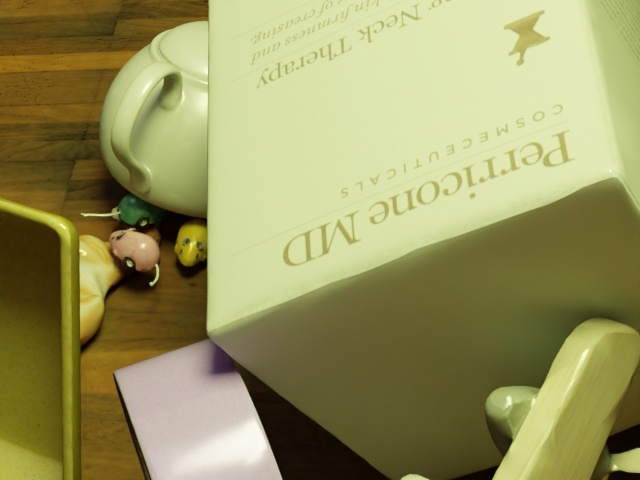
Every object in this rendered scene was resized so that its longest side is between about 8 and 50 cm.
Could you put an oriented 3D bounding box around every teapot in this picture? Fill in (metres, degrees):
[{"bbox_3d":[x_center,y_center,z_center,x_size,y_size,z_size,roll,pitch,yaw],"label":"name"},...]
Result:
[{"bbox_3d":[-0.120,-0.153,1.468,0.252,0.187,0.256,2,34,-19],"label":"teapot"}]

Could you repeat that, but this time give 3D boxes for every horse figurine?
[{"bbox_3d":[-0.276,0.044,1.404,0.174,0.066,0.263,18,37,-5],"label":"horse figurine"}]

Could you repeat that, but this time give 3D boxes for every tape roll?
[{"bbox_3d":[-0.080,0.219,1.063,0.090,0.275,0.275,-19,45,-12],"label":"tape roll"}]

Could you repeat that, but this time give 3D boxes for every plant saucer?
[{"bbox_3d":[-0.339,0.079,1.235,0.332,0.333,0.081,17,28,23],"label":"plant saucer"}]

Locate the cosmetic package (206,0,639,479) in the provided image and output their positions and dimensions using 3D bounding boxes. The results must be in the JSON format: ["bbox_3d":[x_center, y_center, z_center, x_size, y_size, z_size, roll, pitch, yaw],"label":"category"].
[{"bbox_3d":[0.126,-0.061,1.125,0.329,0.327,0.394,-22,49,22],"label":"cosmetic package"}]

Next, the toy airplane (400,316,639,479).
[{"bbox_3d":[0.103,0.287,0.927,0.386,0.384,0.272,-21,12,-21],"label":"toy airplane"}]

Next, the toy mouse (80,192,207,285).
[{"bbox_3d":[-0.186,-0.015,1.439,0.143,0.031,0.161,21,37,0],"label":"toy mouse"}]
